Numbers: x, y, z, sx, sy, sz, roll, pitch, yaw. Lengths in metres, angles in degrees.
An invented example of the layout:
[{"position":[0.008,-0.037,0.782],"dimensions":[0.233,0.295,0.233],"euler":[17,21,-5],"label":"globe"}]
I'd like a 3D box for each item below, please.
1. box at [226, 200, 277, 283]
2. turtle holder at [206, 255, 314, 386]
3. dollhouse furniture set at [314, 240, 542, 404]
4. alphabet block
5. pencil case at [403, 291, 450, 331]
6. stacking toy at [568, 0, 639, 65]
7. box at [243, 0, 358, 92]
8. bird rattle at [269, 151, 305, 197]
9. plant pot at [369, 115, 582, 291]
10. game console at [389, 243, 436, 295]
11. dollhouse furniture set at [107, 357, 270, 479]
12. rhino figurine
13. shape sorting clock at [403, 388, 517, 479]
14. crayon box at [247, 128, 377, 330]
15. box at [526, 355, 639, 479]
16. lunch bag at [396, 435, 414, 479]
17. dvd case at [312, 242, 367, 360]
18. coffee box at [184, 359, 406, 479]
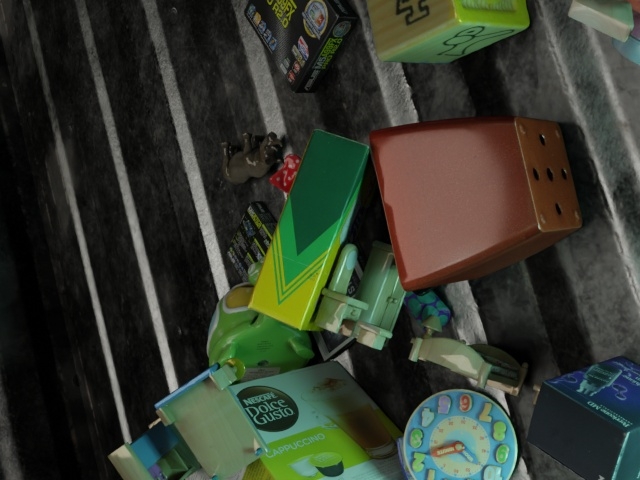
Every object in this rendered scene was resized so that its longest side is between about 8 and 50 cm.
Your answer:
[{"position":[-0.147,0.033,2.080],"dimensions":[0.191,0.045,0.184],"euler":[55,131,31],"label":"box"},{"position":[-0.155,0.200,1.941],"dimensions":[0.320,0.243,0.228],"euler":[64,-173,-47],"label":"turtle holder"},{"position":[0.224,0.135,1.425],"dimensions":[0.355,0.303,0.174],"euler":[18,87,32],"label":"dollhouse furniture set"},{"position":[0.209,-0.423,1.451],"dimensions":[0.197,0.192,0.194],"euler":[-14,87,50],"label":"alphabet block"},{"position":[0.184,0.111,1.668],"dimensions":[0.152,0.064,0.070],"euler":[51,123,34],"label":"pencil case"},{"position":[0.474,-0.218,1.102],"dimensions":[0.309,0.279,0.130],"euler":[45,139,36],"label":"stacking toy"},{"position":[-0.051,-0.491,1.859],"dimensions":[0.270,0.060,0.216],"euler":[60,136,25],"label":"box"},{"position":[0.015,-0.111,1.826],"dimensions":[0.207,0.143,0.254],"euler":[-38,44,27],"label":"bird rattle"},{"position":[0.272,-0.079,1.397],"dimensions":[0.235,0.267,0.267],"euler":[-15,84,37],"label":"plant pot"},{"position":[0.189,0.015,1.634],"dimensions":[0.144,0.124,0.085],"euler":[41,154,39],"label":"game console"},{"position":[-0.195,0.403,1.653],"dimensions":[0.303,0.198,0.286],"euler":[-36,87,14],"label":"dollhouse furniture set"},{"position":[-0.160,-0.199,2.033],"dimensions":[0.243,0.073,0.106],"euler":[-13,82,50],"label":"rhino figurine"},{"position":[0.254,0.376,1.557],"dimensions":[0.206,0.040,0.206],"euler":[-2,81,12],"label":"shape sorting clock"},{"position":[0.000,0.000,1.525],"dimensions":[0.106,0.363,0.313],"euler":[19,86,8],"label":"crayon box"},{"position":[0.437,0.269,1.269],"dimensions":[0.153,0.207,0.108],"euler":[30,118,44],"label":"box"},{"position":[0.229,0.444,1.645],"dimensions":[0.128,0.096,0.151],"euler":[-27,65,49],"label":"lunch bag"},{"position":[0.043,0.137,1.874],"dimensions":[0.238,0.029,0.179],"euler":[-45,62,45],"label":"dvd case"},{"position":[-0.051,0.508,1.806],"dimensions":[0.334,0.337,0.338],"euler":[45,128,38],"label":"coffee box"}]
